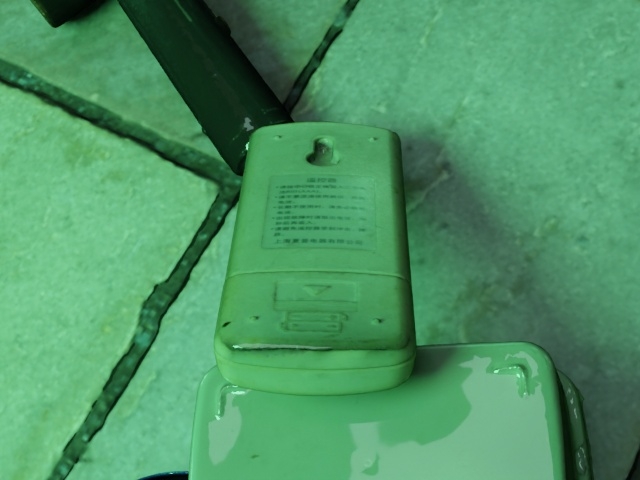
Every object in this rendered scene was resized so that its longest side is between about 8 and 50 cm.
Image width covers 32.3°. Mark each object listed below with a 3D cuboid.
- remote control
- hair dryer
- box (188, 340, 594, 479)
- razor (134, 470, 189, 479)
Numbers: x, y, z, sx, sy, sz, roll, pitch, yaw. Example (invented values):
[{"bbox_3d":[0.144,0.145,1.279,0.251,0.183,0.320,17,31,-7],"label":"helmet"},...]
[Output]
[{"bbox_3d":[0.000,0.000,0.610,0.098,0.038,0.233,1,33,1],"label":"remote control"},{"bbox_3d":[-0.084,-0.160,0.786,0.189,0.107,0.352,-36,70,-2],"label":"hair dryer"},{"bbox_3d":[0.038,0.132,0.590,0.210,0.129,0.148,-5,67,14],"label":"box"},{"bbox_3d":[-0.210,0.188,0.689,0.324,0.093,0.056,-16,28,6],"label":"razor"}]
